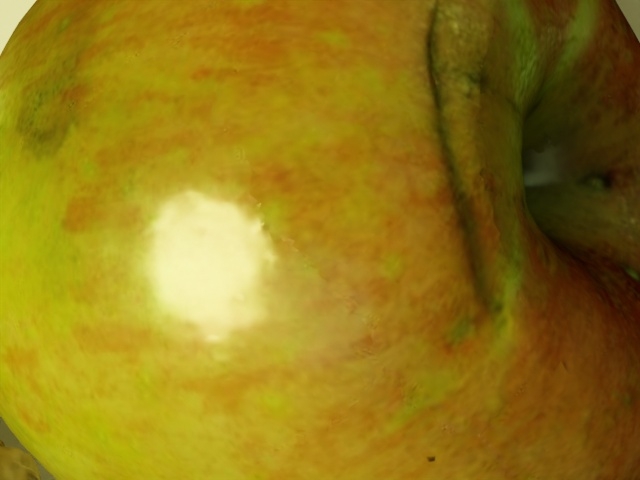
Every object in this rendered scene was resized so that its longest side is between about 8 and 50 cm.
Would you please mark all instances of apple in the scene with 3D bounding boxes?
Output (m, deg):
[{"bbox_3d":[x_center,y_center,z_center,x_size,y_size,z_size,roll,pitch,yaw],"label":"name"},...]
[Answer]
[{"bbox_3d":[0.000,0.000,0.839,0.339,0.339,0.340,3,113,8],"label":"apple"}]

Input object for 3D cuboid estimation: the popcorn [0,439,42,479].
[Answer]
[{"bbox_3d":[-0.266,0.173,0.988,0.225,0.265,0.332,-5,99,17],"label":"popcorn"}]
